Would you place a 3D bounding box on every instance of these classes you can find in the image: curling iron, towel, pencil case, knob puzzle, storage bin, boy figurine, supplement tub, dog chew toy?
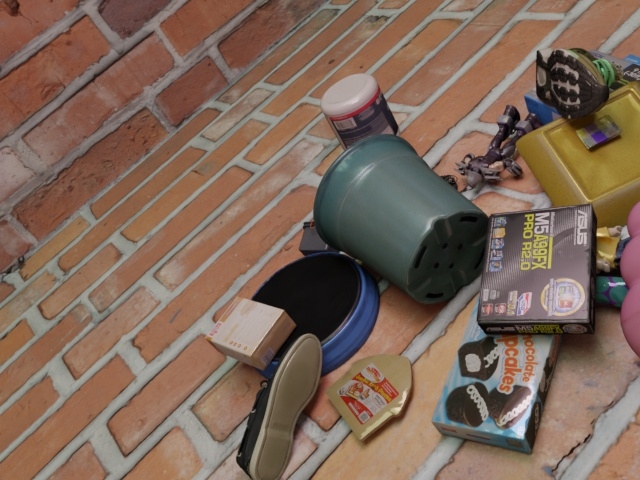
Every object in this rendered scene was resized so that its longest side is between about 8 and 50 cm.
[{"bbox_3d":[0.269,-0.104,1.780,0.274,0.035,0.068,-32,32,1],"label":"curling iron"},{"bbox_3d":[0.637,-0.250,1.436,0.083,0.009,0.060,-27,58,9],"label":"towel"},{"bbox_3d":[0.582,0.107,1.267,0.152,0.065,0.070,3,85,41],"label":"pencil case"},{"bbox_3d":[0.126,0.330,1.389,0.213,0.030,0.213,-22,37,17],"label":"knob puzzle"},{"bbox_3d":[0.000,0.000,1.825,0.135,0.098,0.091,-1,57,37],"label":"storage bin"},{"bbox_3d":[0.593,0.013,1.336,0.285,0.092,0.177,7,32,37],"label":"boy figurine"},{"bbox_3d":[0.136,-0.368,1.984,0.191,0.272,0.191,-21,38,17],"label":"supplement tub"},{"bbox_3d":[0.631,0.061,1.111,0.207,0.207,0.331,-11,62,28],"label":"dog chew toy"}]

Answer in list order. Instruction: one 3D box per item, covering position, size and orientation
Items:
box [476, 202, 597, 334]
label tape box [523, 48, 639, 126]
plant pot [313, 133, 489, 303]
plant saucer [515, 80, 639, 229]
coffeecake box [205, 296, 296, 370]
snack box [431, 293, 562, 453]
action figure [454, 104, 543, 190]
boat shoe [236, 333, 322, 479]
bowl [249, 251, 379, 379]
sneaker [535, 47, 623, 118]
[{"bbox_3d":[0.445,0.059,1.285,0.216,0.060,0.269,-5,56,34],"label":"box"},{"bbox_3d":[0.769,-0.410,1.682,0.348,0.115,0.249,-36,36,1],"label":"label tape box"},{"bbox_3d":[0.212,-0.037,1.528,0.341,0.341,0.334,-39,45,-7],"label":"plant pot"},{"bbox_3d":[0.671,-0.206,1.454,0.333,0.081,0.332,-27,57,10],"label":"plant saucer"},{"bbox_3d":[-0.177,0.229,1.576,0.186,0.068,0.142,10,54,44],"label":"coffeecake box"},{"bbox_3d":[0.367,0.253,1.267,0.187,0.060,0.321,1,48,38],"label":"snack box"},{"bbox_3d":[0.488,-0.238,1.721,0.185,0.099,0.285,28,71,43],"label":"action figure"},{"bbox_3d":[-0.100,0.369,1.423,0.113,0.127,0.339,-2,66,47],"label":"boat shoe"},{"bbox_3d":[-0.038,0.187,1.642,0.391,0.077,0.391,-21,38,17],"label":"bowl"},{"bbox_3d":[0.642,-0.403,1.507,0.182,0.157,0.410,-8,23,9],"label":"sneaker"}]
